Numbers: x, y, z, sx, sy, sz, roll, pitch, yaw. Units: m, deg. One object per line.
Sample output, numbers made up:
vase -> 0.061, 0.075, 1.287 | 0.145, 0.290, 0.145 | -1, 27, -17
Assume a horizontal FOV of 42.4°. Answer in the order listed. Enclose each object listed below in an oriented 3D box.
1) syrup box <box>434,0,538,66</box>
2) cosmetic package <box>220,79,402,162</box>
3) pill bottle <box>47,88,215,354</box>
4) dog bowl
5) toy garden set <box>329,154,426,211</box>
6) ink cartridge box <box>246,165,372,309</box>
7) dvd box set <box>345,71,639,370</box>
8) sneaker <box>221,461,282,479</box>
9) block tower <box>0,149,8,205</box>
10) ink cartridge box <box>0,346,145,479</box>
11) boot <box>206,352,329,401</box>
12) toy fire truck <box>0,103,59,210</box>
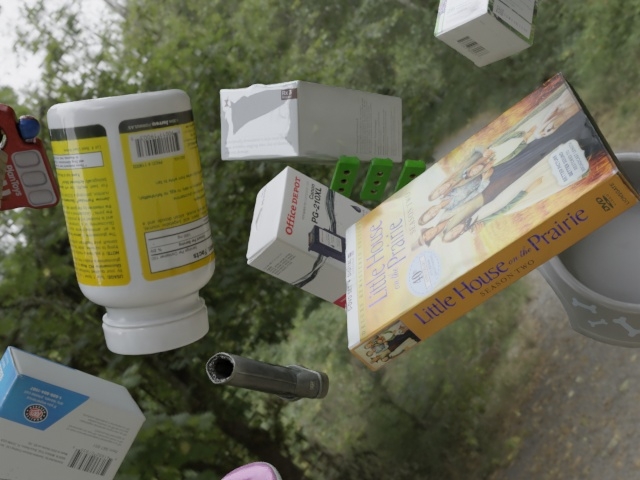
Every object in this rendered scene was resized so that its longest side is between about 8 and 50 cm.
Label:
syrup box -> 0.235, -0.369, 1.115 | 0.096, 0.093, 0.237 | -13, 59, 51
cosmetic package -> -0.010, -0.243, 1.771 | 0.385, 0.217, 0.156 | -6, -84, -51
pill bottle -> -0.244, -0.027, 1.110 | 0.188, 0.188, 0.334 | -48, -47, -73
dog bowl -> 0.527, 0.003, 1.392 | 0.349, 0.349, 0.102 | -54, -25, -18
toy garden set -> 0.135, -0.103, 1.708 | 0.204, 0.244, 0.049 | 107, 162, -51
ink cartridge box -> 0.000, 0.000, 1.492 | 0.100, 0.237, 0.172 | -40, 33, 42
dvd box set -> 0.211, -0.033, 1.168 | 0.420, 0.062, 0.307 | -36, 26, 23
sneaker -> -0.039, 0.335, 0.786 | 0.095, 0.104, 0.236 | -22, 47, 14
block tower -> -0.523, 0.006, 1.165 | 0.097, 0.091, 0.335 | 48, -150, -53
ink cartridge box -> -0.461, 0.359, 1.321 | 0.307, 0.223, 0.129 | -62, 32, 0
boot -> -0.112, 0.251, 1.507 | 0.189, 0.208, 0.076 | -22, 64, 56
toy fire truck -> -0.720, -0.184, 1.786 | 0.169, 0.254, 0.302 | -109, 12, -48
